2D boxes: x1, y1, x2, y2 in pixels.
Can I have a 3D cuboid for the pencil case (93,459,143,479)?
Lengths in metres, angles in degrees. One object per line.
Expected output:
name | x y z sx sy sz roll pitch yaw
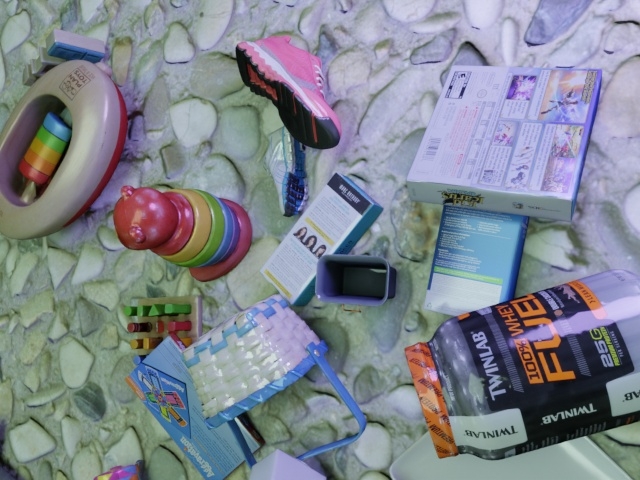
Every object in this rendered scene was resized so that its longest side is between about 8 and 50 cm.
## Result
pencil case | -0.389 0.574 1.267 0.104 0.104 0.236 -27 71 20

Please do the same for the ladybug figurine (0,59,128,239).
ladybug figurine | -0.581 -0.198 1.414 0.305 0.162 0.449 43 103 24

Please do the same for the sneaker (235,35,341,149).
sneaker | -0.036 -0.302 1.183 0.136 0.116 0.314 -30 60 -18

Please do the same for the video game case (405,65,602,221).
video game case | 0.293 -0.164 0.985 0.244 0.061 0.270 9 58 27

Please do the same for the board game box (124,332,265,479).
board game box | -0.251 0.335 1.231 0.145 0.027 0.281 -43 82 14

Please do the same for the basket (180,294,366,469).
basket | -0.084 0.259 1.103 0.254 0.201 0.289 -30 85 24

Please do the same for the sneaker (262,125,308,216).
sneaker | -0.075 -0.134 1.225 0.082 0.071 0.191 -10 71 30

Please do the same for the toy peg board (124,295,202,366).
toy peg board | -0.335 0.197 1.295 0.161 0.079 0.161 -5 81 25

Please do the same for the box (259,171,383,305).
box | 0.000 0.000 1.169 0.100 0.060 0.244 44 103 23

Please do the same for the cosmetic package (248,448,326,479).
cosmetic package | -0.068 0.475 1.012 0.117 0.231 0.085 38 121 -17

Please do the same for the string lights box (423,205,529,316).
string lights box | 0.266 0.001 1.033 0.133 0.076 0.260 11 88 26

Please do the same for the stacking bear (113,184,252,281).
stacking bear | -0.270 -0.026 1.174 0.164 0.289 0.175 -17 77 23

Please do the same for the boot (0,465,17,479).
boot | -0.747 0.541 1.452 0.208 0.076 0.190 28 110 32

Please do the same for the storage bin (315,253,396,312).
storage bin | 0.072 0.078 1.109 0.135 0.091 0.098 1 84 26

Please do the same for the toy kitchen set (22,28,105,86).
toy kitchen set | -0.612 -0.370 1.498 0.207 0.122 0.166 -23 74 42

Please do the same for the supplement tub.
supplement tub | 0.303 0.182 0.880 0.338 0.207 0.207 -18 75 5

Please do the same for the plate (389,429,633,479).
plate | 0.288 0.366 0.934 0.277 0.045 0.278 -35 66 -21
